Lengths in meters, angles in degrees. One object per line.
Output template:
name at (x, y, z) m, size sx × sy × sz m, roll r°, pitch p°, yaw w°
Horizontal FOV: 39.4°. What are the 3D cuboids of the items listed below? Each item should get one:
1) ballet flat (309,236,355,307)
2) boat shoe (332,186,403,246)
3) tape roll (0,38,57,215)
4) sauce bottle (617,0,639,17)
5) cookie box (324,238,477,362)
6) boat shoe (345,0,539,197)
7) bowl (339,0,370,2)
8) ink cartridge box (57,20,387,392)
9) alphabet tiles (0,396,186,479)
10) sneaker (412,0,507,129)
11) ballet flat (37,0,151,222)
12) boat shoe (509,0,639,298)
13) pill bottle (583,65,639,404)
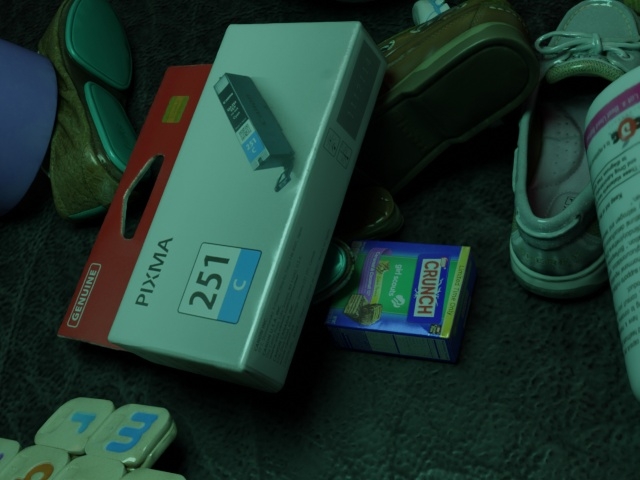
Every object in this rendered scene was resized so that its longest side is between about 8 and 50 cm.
ballet flat at (-0.051, 0.042, 0.775) m, size 0.188 × 0.070 × 0.070 m, roll -14°, pitch 49°, yaw 19°
boat shoe at (0.000, -0.002, 0.817) m, size 0.153 × 0.048 × 0.056 m, roll -23°, pitch 59°, yaw 10°
tape roll at (-0.364, -0.124, 0.955) m, size 0.189 × 0.080 × 0.189 m, roll -18°, pitch 64°, yaw 41°
sauce bottle at (0.416, -0.210, 0.781) m, size 0.344 × 0.111 × 0.111 m, roll 30°, pitch 68°, yaw 33°
cookie box at (0.069, 0.048, 0.748) m, size 0.107 × 0.040 × 0.091 m, roll 4°, pitch 54°, yaw 22°
boat shoe at (0.053, -0.113, 0.822) m, size 0.307 × 0.110 × 0.104 m, roll -25°, pitch 39°, yaw 19°
bowl at (0.044, -0.371, 1.027) m, size 0.298 × 0.134 × 0.297 m, roll -10°, pitch 51°, yaw 13°
ink cartridge box at (-0.104, -0.042, 0.758) m, size 0.261 × 0.066 × 0.296 m, roll 7°, pitch 70°, yaw 34°
alphabet tiles at (-0.232, 0.227, 0.663) m, size 0.278 × 0.021 × 0.284 m, roll -3°, pitch 35°, yaw 38°
sneaker at (0.112, -0.173, 0.891) m, size 0.083 × 0.071 × 0.190 m, roll -24°, pitch 49°, yaw 8°
ballet flat at (-0.272, -0.149, 0.999) m, size 0.124 × 0.116 × 0.342 m, roll -34°, pitch 51°, yaw 17°
boat shoe at (0.227, -0.104, 0.770) m, size 0.118 × 0.103 × 0.320 m, roll 9°, pitch 57°, yaw 25°
pill bottle at (0.273, 0.028, 0.582) m, size 0.160 × 0.160 × 0.283 m, roll -8°, pitch 66°, yaw 14°
